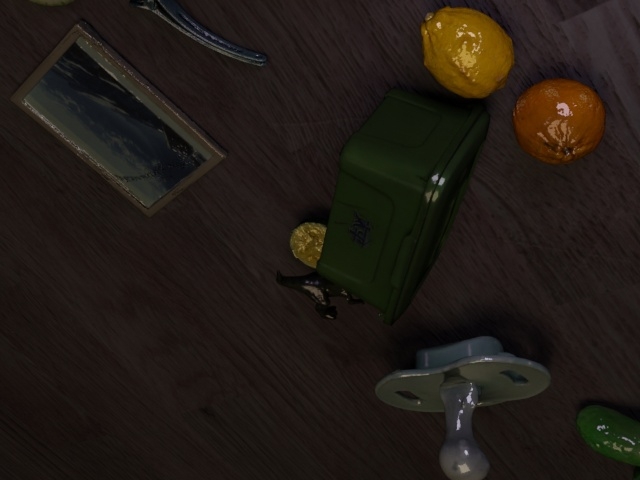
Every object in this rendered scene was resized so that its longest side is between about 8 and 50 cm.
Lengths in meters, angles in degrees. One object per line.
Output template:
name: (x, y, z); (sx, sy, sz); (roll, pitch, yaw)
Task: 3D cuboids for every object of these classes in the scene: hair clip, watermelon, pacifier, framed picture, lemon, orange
hair clip: (-0.187, -0.335, 1.341); (0.229, 0.039, 0.070); (31, 134, -16)
watermelon: (0.000, 0.000, 1.550); (0.105, 0.062, 0.105); (11, 125, 16)
pacifier: (0.276, 0.329, 1.620); (0.343, 0.269, 0.288); (-16, 148, 34)
framed picture: (-0.361, -0.204, 1.522); (0.335, 0.022, 0.247); (43, 130, -20)
lemon: (0.205, -0.267, 1.205); (0.155, 0.114, 0.114); (34, 132, -13)
orange: (0.346, -0.172, 1.240); (0.135, 0.117, 0.135); (7, 126, 10)

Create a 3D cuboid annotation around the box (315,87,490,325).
box: (0.122, -0.065, 1.338); (0.178, 0.253, 0.328); (27, 134, 13)

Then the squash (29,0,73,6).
squash: (-0.433, -0.471, 1.302); (0.219, 0.041, 0.219); (10, 128, 13)

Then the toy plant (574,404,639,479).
toy plant: (0.695, 0.430, 1.601); (0.317, 0.210, 0.356); (43, 143, -21)

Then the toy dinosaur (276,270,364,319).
toy dinosaur: (0.018, 0.063, 1.572); (0.187, 0.087, 0.179); (-15, 138, 5)
